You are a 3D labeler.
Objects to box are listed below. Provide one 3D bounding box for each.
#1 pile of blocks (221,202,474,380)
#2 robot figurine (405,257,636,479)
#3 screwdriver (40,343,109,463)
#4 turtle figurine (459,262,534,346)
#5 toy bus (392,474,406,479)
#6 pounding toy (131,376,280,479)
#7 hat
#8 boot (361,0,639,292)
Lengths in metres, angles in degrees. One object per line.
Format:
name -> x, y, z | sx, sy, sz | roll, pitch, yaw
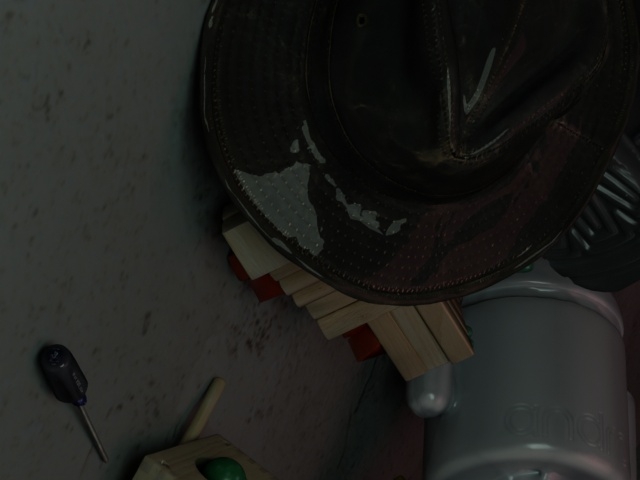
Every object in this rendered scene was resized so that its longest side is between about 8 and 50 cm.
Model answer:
pile of blocks -> 0.000, 0.000, 1.204 | 0.113, 0.149, 0.362 | -26, 149, 11
robot figurine -> 0.204, 0.157, 1.591 | 0.300, 0.200, 0.353 | 28, 49, -32
screwdriver -> -0.153, 0.108, 1.036 | 0.170, 0.024, 0.025 | 80, 9, -64
turtle figurine -> 0.123, -0.017, 1.410 | 0.175, 0.118, 0.234 | -85, -173, -48
toy bus -> 0.034, 0.321, 1.559 | 0.104, 0.202, 0.190 | -105, -156, -74
pounding toy -> -0.098, 0.190, 1.166 | 0.141, 0.100, 0.130 | -61, 160, 14
hat -> 0.094, -0.117, 1.000 | 0.331, 0.331, 0.134 | -64, -158, -9
boot -> 0.206, -0.226, 1.322 | 0.367, 0.146, 0.445 | 56, 39, -24
